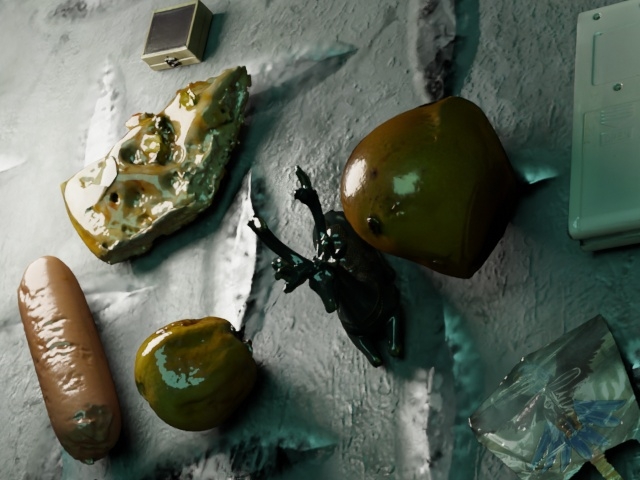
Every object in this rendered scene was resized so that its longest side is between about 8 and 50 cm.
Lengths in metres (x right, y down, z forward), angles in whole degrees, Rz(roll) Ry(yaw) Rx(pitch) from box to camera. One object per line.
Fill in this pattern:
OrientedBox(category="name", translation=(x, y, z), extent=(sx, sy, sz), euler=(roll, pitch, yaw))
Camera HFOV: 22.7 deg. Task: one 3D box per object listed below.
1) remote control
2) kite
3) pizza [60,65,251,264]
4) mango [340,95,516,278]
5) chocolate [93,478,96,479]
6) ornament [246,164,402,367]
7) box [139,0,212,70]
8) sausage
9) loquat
OrientedBox(category="remote control", translation=(0.313, -0.123, 1.622), extent=(0.103, 0.055, 0.277), euler=(-11, 55, 30))
OrientedBox(category="kite", translation=(0.242, 0.206, 1.469), extent=(0.169, 0.015, 0.310), euler=(-36, 37, 12))
OrientedBox(category="pizza", translation=(-0.193, -0.098, 1.952), extent=(0.297, 0.071, 0.189), euler=(-36, 48, 12))
OrientedBox(category="mango", translation=(0.111, -0.071, 1.647), extent=(0.166, 0.136, 0.236), euler=(13, 33, 22))
OrientedBox(category="chocolate", translation=(-0.367, 0.367, 1.793), extent=(0.329, 0.065, 0.102), euler=(-26, 19, 21))
OrientedBox(category="ornament", translation=(0.000, 0.000, 1.643), extent=(0.080, 0.236, 0.202), euler=(-30, 49, 14))
OrientedBox(category="box", translation=(-0.188, -0.264, 2.073), extent=(0.079, 0.035, 0.083), euler=(-8, 59, 32))
OrientedBox(category="sausage", translation=(-0.296, 0.137, 1.871), extent=(0.086, 0.086, 0.289), euler=(-37, 49, 11))
OrientedBox(category="loquat", translation=(-0.135, 0.140, 1.741), extent=(0.137, 0.113, 0.137), euler=(-14, 37, 11))
